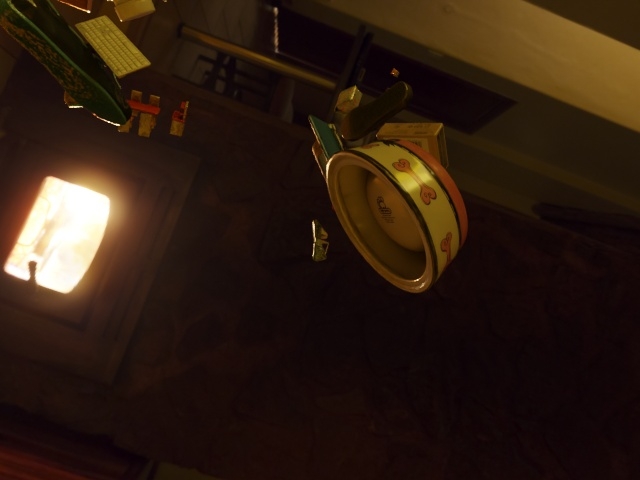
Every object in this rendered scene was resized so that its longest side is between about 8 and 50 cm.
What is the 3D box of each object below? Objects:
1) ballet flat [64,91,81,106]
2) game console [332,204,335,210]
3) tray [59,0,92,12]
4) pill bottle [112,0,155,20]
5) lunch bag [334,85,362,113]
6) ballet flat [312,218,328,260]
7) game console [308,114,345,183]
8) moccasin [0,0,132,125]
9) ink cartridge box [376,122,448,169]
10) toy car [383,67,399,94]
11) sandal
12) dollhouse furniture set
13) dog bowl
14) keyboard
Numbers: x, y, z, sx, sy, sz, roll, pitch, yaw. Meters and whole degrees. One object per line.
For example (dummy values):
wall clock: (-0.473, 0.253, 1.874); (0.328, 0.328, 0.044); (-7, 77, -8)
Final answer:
ballet flat: (-0.955, -0.611, 1.794); (0.342, 0.116, 0.123); (-78, 166, -77)
game console: (0.114, -0.153, 1.464); (0.144, 0.124, 0.085); (100, 9, -63)
tray: (-0.917, -0.841, 1.302); (0.203, 0.411, 0.076); (17, -83, 59)
pill bottle: (-0.699, -0.938, 1.467); (0.176, 0.177, 0.318); (-76, 152, -58)
lunch bag: (0.087, -0.454, 1.401); (0.083, 0.053, 0.071); (-8, -126, 40)
ballet flat: (0.000, 0.000, 1.710); (0.070, 0.070, 0.188); (117, -24, -58)
game console: (0.020, -0.298, 1.649); (0.250, 0.174, 0.292); (-40, -111, 54)
moccasin: (-0.540, -0.412, 0.975); (0.342, 0.138, 0.116); (65, 36, -58)
ink cartridge box: (0.351, -0.344, 1.634); (0.088, 0.235, 0.193); (-55, 139, -33)
toy car: (0.292, -0.610, 1.689); (0.060, 0.041, 0.121); (41, -68, 58)
sandal: (0.154, -0.343, 1.194); (0.255, 0.055, 0.097); (-18, -115, 46)
dollhouse furniture set: (-0.693, -0.539, 1.784); (0.262, 0.259, 0.135); (-107, -148, -54)
dog bowl: (0.193, -0.074, 1.089); (0.150, 0.407, 0.408); (-33, 173, -16)
keyboard: (-0.449, -0.422, 0.921); (0.072, 0.256, 0.014); (-35, 150, -15)
